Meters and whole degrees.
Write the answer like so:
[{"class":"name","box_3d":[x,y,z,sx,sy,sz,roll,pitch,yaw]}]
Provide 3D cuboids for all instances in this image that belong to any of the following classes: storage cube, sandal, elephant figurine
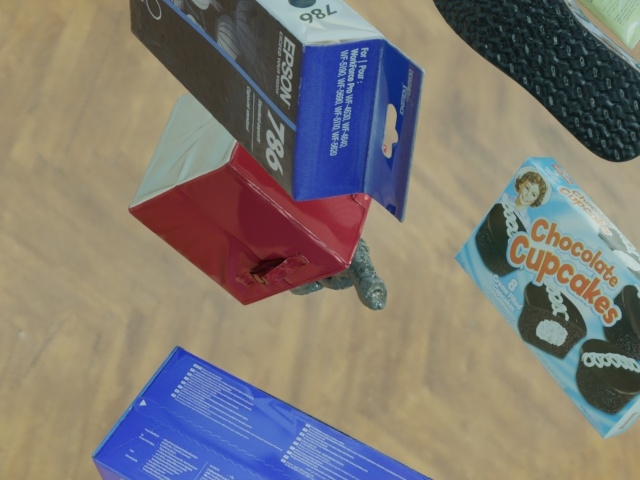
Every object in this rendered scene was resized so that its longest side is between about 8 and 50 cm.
[{"class":"storage cube","box_3d":[-0.069,-0.070,1.575,0.193,0.184,0.215,41,50,-27]},{"class":"sandal","box_3d":[0.304,-0.292,1.921,0.445,0.167,0.107,51,25,4]},{"class":"elephant figurine","box_3d":[0.000,0.000,1.841,0.239,0.169,0.186,64,25,4]}]

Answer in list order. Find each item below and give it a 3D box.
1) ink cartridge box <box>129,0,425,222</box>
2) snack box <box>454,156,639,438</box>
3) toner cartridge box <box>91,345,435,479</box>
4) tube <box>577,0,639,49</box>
[{"class":"ink cartridge box","box_3d":[-0.050,-0.156,1.115,0.065,0.165,0.333,-27,53,-27]},{"class":"snack box","box_3d":[0.325,0.068,1.755,0.060,0.187,0.322,-5,48,-45]},{"class":"toner cartridge box","box_3d":[-0.056,0.262,1.479,0.165,0.348,0.075,-52,155,-27]},{"class":"tube","box_3d":[0.260,-0.307,1.460,0.240,0.070,0.062,36,63,3]}]
